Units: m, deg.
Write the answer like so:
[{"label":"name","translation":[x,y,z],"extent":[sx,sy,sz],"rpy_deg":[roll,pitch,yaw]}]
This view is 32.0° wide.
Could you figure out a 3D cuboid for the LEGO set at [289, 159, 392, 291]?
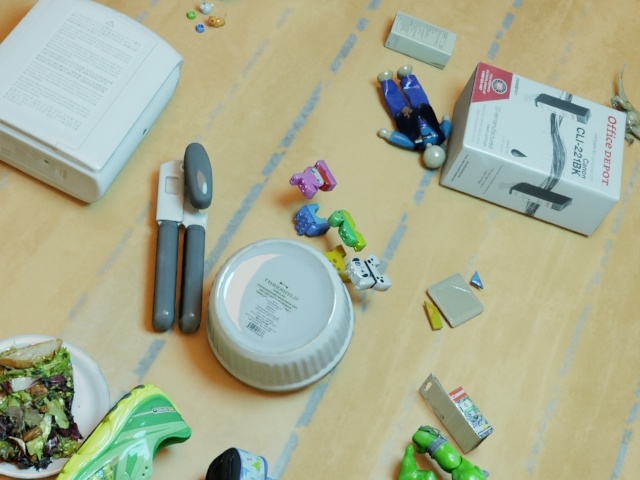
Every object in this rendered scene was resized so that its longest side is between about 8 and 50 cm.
[{"label":"LEGO set","translation":[0.000,0.000,1.650],"extent":[0.093,0.087,0.227],"rpy_deg":[-10,62,-39]}]

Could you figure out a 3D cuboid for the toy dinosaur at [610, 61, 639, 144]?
[{"label":"toy dinosaur","translation":[0.546,-0.231,2.002],"extent":[0.092,0.053,0.183],"rpy_deg":[-5,67,-38]}]

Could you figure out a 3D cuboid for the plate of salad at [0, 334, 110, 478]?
[{"label":"plate of salad","translation":[-0.369,0.206,1.431],"extent":[0.200,0.048,0.200],"rpy_deg":[8,57,-13]}]

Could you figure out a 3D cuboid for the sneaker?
[{"label":"sneaker","translation":[-0.261,0.309,1.359],"extent":[0.123,0.109,0.295],"rpy_deg":[37,62,-1]}]

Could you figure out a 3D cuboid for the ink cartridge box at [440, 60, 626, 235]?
[{"label":"ink cartridge box","translation":[0.355,-0.151,1.841],"extent":[0.273,0.114,0.197],"rpy_deg":[19,54,-6]}]

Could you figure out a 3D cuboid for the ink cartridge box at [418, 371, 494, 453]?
[{"label":"ink cartridge box","translation":[0.190,0.238,1.574],"extent":[0.029,0.063,0.115],"rpy_deg":[-26,69,-28]}]

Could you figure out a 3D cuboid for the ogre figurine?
[{"label":"ogre figurine","translation":[0.151,0.347,1.480],"extent":[0.118,0.097,0.197],"rpy_deg":[16,38,14]}]

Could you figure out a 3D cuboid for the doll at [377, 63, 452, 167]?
[{"label":"doll","translation":[0.154,-0.199,1.852],"extent":[0.129,0.046,0.189],"rpy_deg":[-18,68,-17]}]

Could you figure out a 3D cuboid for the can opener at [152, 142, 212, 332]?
[{"label":"can opener","translation":[-0.196,-0.011,1.593],"extent":[0.076,0.095,0.283],"rpy_deg":[7,57,-12]}]

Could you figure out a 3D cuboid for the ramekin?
[{"label":"ramekin","translation":[-0.057,0.094,1.525],"extent":[0.207,0.109,0.207],"rpy_deg":[0,68,1]}]

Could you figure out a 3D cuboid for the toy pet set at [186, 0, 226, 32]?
[{"label":"toy pet set","translation":[-0.181,-0.428,1.881],"extent":[0.114,0.065,0.122],"rpy_deg":[-23,68,-28]}]

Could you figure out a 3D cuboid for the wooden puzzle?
[{"label":"wooden puzzle","translation":[0.205,0.092,1.704],"extent":[0.116,0.014,0.078],"rpy_deg":[-17,69,-26]}]

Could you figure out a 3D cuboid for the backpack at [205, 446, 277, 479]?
[{"label":"backpack","translation":[-0.101,0.326,1.407],"extent":[0.084,0.105,0.114],"rpy_deg":[21,51,-32]}]

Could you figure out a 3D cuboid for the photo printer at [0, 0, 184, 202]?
[{"label":"photo printer","translation":[-0.366,-0.230,1.672],"extent":[0.256,0.107,0.307],"rpy_deg":[26,54,0]}]

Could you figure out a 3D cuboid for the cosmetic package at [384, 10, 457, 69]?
[{"label":"cosmetic package","translation":[0.176,-0.351,1.958],"extent":[0.115,0.041,0.060],"rpy_deg":[22,54,-3]}]
